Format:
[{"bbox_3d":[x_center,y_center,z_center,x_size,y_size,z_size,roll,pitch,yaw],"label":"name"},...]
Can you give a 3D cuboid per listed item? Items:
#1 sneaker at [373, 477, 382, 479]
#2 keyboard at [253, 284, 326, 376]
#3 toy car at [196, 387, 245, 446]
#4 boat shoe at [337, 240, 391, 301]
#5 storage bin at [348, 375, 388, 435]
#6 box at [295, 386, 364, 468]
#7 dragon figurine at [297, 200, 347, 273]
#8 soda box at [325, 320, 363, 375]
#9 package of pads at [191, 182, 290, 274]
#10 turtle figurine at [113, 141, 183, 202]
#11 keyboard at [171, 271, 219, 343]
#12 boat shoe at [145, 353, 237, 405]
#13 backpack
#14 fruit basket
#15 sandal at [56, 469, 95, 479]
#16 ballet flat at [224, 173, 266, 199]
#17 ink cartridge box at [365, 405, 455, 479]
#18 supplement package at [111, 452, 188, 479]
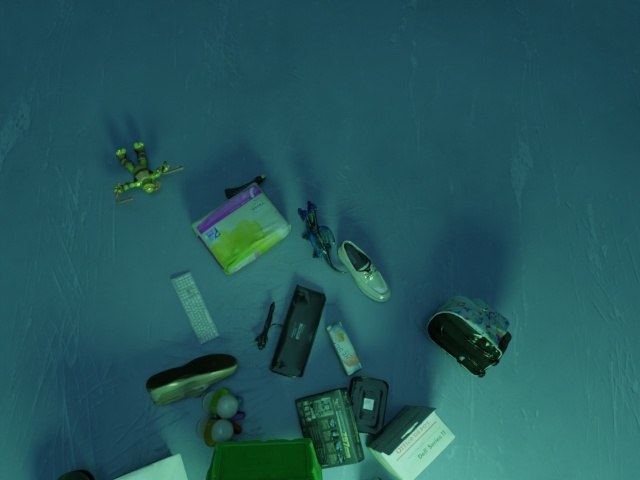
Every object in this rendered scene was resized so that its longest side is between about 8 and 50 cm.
[{"bbox_3d":[0.130,0.887,1.632,0.282,0.099,0.153,-38,85,-21],"label":"sneaker"},{"bbox_3d":[-0.114,0.310,1.825,0.201,0.033,0.318,20,71,-5],"label":"keyboard"},{"bbox_3d":[-0.310,0.578,1.679,0.136,0.159,0.182,22,68,-35],"label":"toy car"},{"bbox_3d":[0.164,0.107,1.880,0.096,0.088,0.268,-33,78,-14],"label":"boat shoe"},{"bbox_3d":[0.154,0.557,1.744,0.121,0.084,0.180,12,73,-1],"label":"storage bin"},{"bbox_3d":[0.028,0.613,1.681,0.183,0.059,0.233,-23,73,28],"label":"box"},{"bbox_3d":[0.000,0.000,1.869,0.085,0.144,0.289,-26,77,-12],"label":"dragon figurine"},{"bbox_3d":[0.081,0.377,1.803,0.058,0.063,0.183,-24,76,-12],"label":"soda box"},{"bbox_3d":[-0.282,-0.040,1.879,0.296,0.101,0.229,-37,79,-14],"label":"package of pads"},{"bbox_3d":[-0.655,-0.259,1.921,0.269,0.087,0.218,-30,70,-4],"label":"turtle figurine"},{"bbox_3d":[-0.443,0.237,1.826,0.072,0.014,0.256,-26,77,-12],"label":"keyboard"},{"bbox_3d":[-0.419,0.467,1.722,0.301,0.109,0.098,-17,115,-10],"label":"boat shoe"},{"bbox_3d":[0.506,0.311,1.782,0.253,0.225,0.191,34,51,10],"label":"backpack"},{"bbox_3d":[-0.166,0.799,1.527,0.391,0.283,0.393,-2,115,-5],"label":"fruit basket"},{"bbox_3d":[-0.677,0.897,1.494,0.167,0.107,0.446,-32,76,-4],"label":"sandal"},{"bbox_3d":[-0.281,-0.211,1.953,0.173,0.057,0.049,-31,88,-12],"label":"ballet flat"},{"bbox_3d":[0.277,0.623,1.593,0.207,0.353,0.119,-39,80,-14],"label":"ink cartridge box"},{"bbox_3d":[-0.491,0.760,1.509,0.197,0.263,0.200,-14,73,-26],"label":"supplement package"}]
